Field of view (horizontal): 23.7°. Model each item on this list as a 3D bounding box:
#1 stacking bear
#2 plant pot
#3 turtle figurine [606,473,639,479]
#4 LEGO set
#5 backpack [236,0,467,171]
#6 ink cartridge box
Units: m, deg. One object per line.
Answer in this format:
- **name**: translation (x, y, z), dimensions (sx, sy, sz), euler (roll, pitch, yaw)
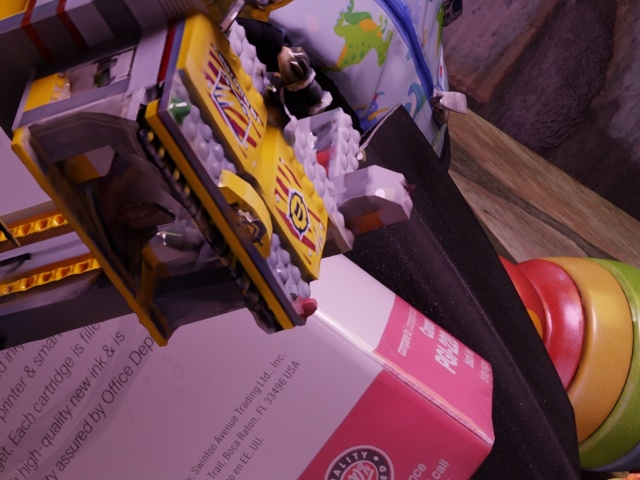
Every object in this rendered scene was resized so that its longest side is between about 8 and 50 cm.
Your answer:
- **stacking bear**: translation (0.171, 0.081, 1.079), dimensions (0.289, 0.175, 0.164), euler (18, 5, -32)
- **plant pot**: translation (0.011, 0.070, 0.667), dimensions (0.167, 0.187, 0.188), euler (49, 12, -4)
- **turtle figurine**: translation (0.239, 0.211, 0.925), dimensions (0.217, 0.087, 0.269), euler (43, 15, 29)
- **LEGO set**: translation (-0.102, -0.026, 0.309), dimensions (0.255, 0.192, 0.331), euler (-79, 147, -54)
- **backpack**: translation (-0.054, -0.145, 0.876), dimensions (0.290, 0.273, 0.355), euler (23, 3, 13)
- **ink cartridge box**: translation (-0.072, 0.050, 0.528), dimensions (0.218, 0.158, 0.092), euler (36, 14, -2)
